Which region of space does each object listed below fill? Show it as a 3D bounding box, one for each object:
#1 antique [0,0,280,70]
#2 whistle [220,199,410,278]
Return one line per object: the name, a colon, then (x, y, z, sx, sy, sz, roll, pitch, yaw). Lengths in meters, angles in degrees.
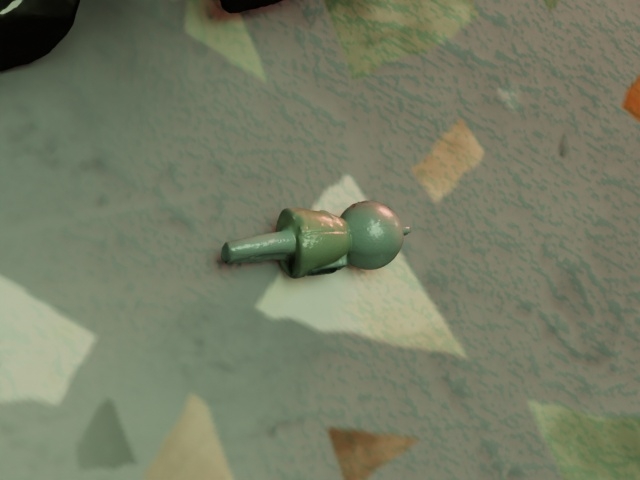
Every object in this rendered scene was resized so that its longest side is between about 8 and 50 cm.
antique: (-0.093, -0.233, 0.528, 0.322, 0.185, 0.255, -21, 88, -22)
whistle: (0.000, 0.000, 0.576, 0.100, 0.035, 0.035, -7, 77, -24)
